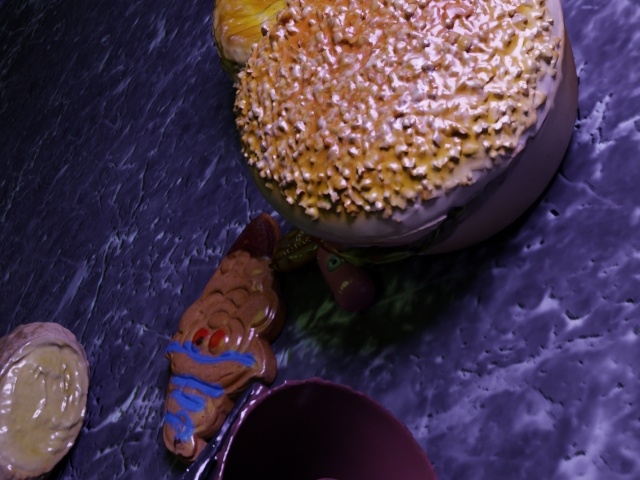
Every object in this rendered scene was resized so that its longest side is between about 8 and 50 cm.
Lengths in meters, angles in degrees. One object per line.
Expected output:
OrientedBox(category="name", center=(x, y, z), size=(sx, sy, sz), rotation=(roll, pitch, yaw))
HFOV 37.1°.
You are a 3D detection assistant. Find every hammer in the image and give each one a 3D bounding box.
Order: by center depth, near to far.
OrientedBox(category="hammer", center=(0.022, 0.030, 0.876), size=(0.043, 0.043, 0.083), rotation=(-45, 36, 16))

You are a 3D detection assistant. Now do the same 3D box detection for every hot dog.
OrientedBox(category="hot dog", center=(0.000, 0.000, 0.940), size=(0.122, 0.037, 0.049), rotation=(-25, 32, 30))

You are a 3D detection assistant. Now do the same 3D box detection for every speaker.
OrientedBox(category="speaker", center=(-0.075, 0.207, 0.732), size=(0.329, 0.198, 0.259), rotation=(-31, 53, 45))

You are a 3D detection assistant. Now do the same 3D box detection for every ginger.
OrientedBox(category="ginger", center=(-0.375, 0.225, 1.133), size=(0.221, 0.130, 0.276), rotation=(-33, 33, 44))

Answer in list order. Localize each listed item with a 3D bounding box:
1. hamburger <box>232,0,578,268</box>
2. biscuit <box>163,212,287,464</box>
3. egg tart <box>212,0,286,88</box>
OrientedBox(category="hamburger", center=(0.068, -0.124, 0.785), size=(0.302, 0.170, 0.302), rotation=(-12, 68, 33))
OrientedBox(category="biscuit", center=(-0.097, 0.093, 0.983), size=(0.183, 0.043, 0.280), rotation=(-6, 60, 46))
OrientedBox(category="egg tart", center=(0.023, -0.297, 1.049), size=(0.352, 0.150, 0.352), rotation=(-30, 48, 39))
